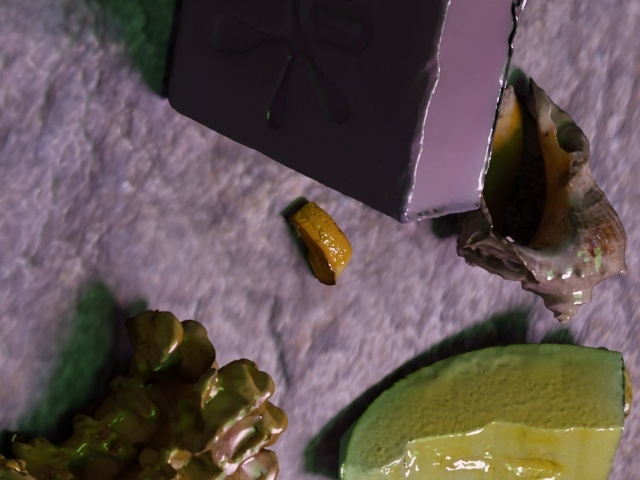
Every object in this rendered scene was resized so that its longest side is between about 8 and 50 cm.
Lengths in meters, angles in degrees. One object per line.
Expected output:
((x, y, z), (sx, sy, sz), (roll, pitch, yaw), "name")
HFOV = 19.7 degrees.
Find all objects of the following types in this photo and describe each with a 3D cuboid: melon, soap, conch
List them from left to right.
((0.022, -0.198, 1.403), (0.107, 0.285, 0.296), (-8, 115, -44), "soap")
((0.155, 0.205, 1.879), (0.323, 0.124, 0.196), (2, 109, -20), "melon")
((0.205, -0.040, 1.785), (0.178, 0.163, 0.245), (9, 75, -64), "conch")

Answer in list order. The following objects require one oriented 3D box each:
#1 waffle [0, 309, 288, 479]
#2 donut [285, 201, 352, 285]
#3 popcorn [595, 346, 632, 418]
((-0.188, 0.209, 1.515), (0.324, 0.151, 0.261), (-21, 130, -33), "waffle")
((0.000, 0.000, 1.684), (0.038, 0.067, 0.083), (-41, 104, -13), "donut")
((0.283, 0.169, 2.019), (0.106, 0.116, 0.121), (-83, -169, -73), "popcorn")
